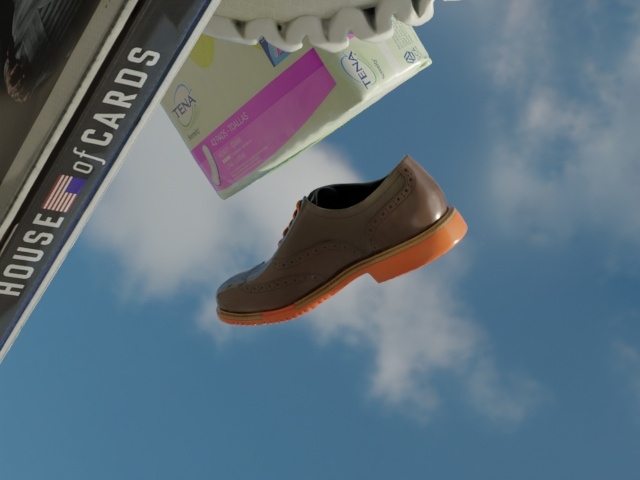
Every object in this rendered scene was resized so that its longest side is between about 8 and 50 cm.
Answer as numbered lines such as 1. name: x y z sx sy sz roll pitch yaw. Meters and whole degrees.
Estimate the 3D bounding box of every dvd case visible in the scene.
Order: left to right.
1. dvd case: -0.096 -0.085 0.410 0.238 0.029 0.179 -53 -134 31

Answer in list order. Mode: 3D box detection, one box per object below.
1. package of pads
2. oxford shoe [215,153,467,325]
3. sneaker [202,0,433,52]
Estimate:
1. package of pads: -0.063 -0.180 1.100 0.229 0.101 0.296 58 -29 -1
2. oxford shoe: 0.000 0.000 1.210 0.271 0.097 0.098 -24 -75 29
3. sneaker: 0.061 -0.175 0.635 0.110 0.292 0.118 -109 -177 -52
